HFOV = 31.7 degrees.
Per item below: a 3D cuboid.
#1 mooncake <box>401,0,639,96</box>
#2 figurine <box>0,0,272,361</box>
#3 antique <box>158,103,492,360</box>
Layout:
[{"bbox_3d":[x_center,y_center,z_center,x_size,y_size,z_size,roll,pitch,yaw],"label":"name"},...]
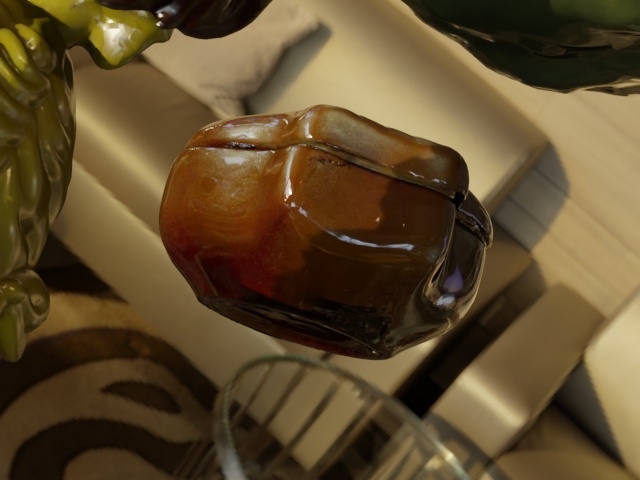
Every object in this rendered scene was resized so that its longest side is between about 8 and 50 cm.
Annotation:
[{"bbox_3d":[0.183,-0.253,0.577,0.356,0.356,0.194,28,-6,-23],"label":"mooncake"},{"bbox_3d":[-0.093,-0.089,0.414,0.187,0.315,0.168,38,-18,21],"label":"figurine"},{"bbox_3d":[0.000,0.000,0.761,0.224,0.129,0.278,20,-12,-14],"label":"antique"}]
